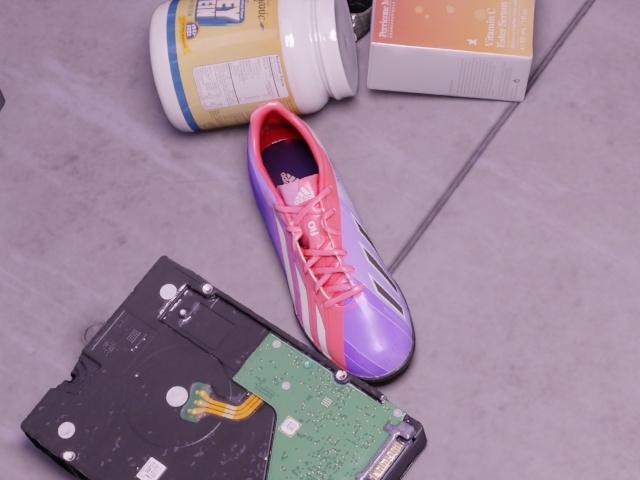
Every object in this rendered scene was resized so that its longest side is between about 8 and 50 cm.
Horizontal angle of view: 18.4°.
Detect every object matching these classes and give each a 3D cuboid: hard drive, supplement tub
[{"bbox_3d":[-0.096,0.191,1.945,0.339,0.064,0.237,30,72,25],"label":"hard drive"},{"bbox_3d":[-0.069,-0.198,2.096,0.200,0.144,0.144,-8,61,10],"label":"supplement tub"}]

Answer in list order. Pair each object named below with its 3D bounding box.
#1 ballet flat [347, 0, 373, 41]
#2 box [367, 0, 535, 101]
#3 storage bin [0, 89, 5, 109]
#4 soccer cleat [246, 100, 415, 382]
[{"bbox_3d":[0.052,-0.287,2.175,0.057,0.049,0.173,25,74,20],"label":"ballet flat"},{"bbox_3d":[0.138,-0.229,2.085,0.170,0.091,0.130,5,63,0],"label":"box"},{"bbox_3d":[-0.413,-0.144,2.176,0.098,0.091,0.135,19,67,21],"label":"storage bin"},{"bbox_3d":[0.000,0.000,1.995,0.109,0.116,0.318,-24,60,-1],"label":"soccer cleat"}]
